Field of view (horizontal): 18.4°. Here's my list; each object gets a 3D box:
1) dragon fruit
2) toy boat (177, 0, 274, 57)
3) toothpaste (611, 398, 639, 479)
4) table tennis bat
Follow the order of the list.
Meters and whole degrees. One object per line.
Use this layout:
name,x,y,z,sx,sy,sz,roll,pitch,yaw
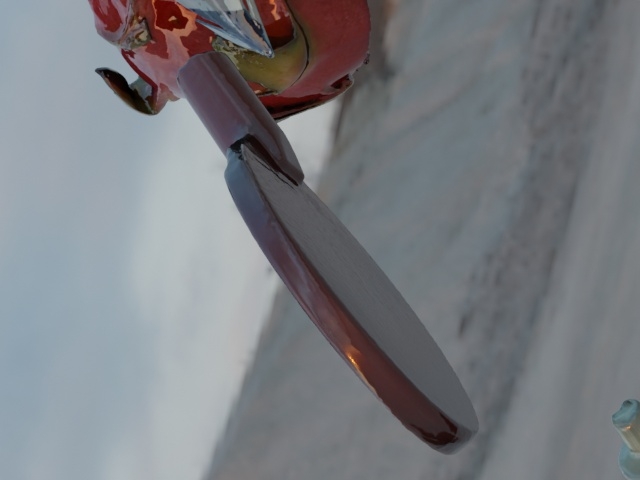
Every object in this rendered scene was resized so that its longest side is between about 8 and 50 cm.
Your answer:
dragon fruit,-0.116,-0.235,1.799,0.305,0.226,0.305,48,151,37
toy boat,-0.088,-0.263,1.435,0.210,0.291,0.070,-19,26,47
toothpaste,0.247,0.181,1.172,0.047,0.268,0.069,-38,30,7
table tennis bat,0.000,0.000,1.164,0.038,0.310,0.200,-40,-33,8
